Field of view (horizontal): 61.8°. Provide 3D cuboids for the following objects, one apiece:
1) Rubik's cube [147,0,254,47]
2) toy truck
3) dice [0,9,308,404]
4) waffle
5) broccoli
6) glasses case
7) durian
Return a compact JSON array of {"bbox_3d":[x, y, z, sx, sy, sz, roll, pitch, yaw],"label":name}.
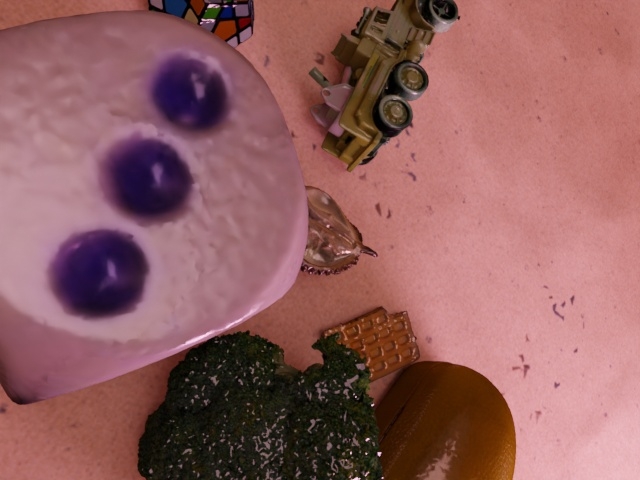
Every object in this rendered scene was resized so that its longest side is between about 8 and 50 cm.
[{"bbox_3d":[-0.132,-0.273,0.601,0.133,0.133,0.112,57,34,-11],"label":"Rubik's cube"},{"bbox_3d":[0.074,-0.233,0.709,0.135,0.128,0.259,32,69,-7],"label":"toy truck"},{"bbox_3d":[-0.185,-0.028,0.470,0.259,0.243,0.251,-24,95,-32],"label":"dice"},{"bbox_3d":[0.069,0.139,0.709,0.135,0.021,0.092,-19,93,-30],"label":"waffle"},{"bbox_3d":[-0.052,0.219,0.538,0.269,0.262,0.241,67,22,-9],"label":"broccoli"},{"bbox_3d":[0.111,0.325,0.640,0.173,0.141,0.371,48,64,-16],"label":"glasses case"},{"bbox_3d":[0.000,-0.002,0.662,0.140,0.071,0.110,25,67,-10],"label":"durian"}]
